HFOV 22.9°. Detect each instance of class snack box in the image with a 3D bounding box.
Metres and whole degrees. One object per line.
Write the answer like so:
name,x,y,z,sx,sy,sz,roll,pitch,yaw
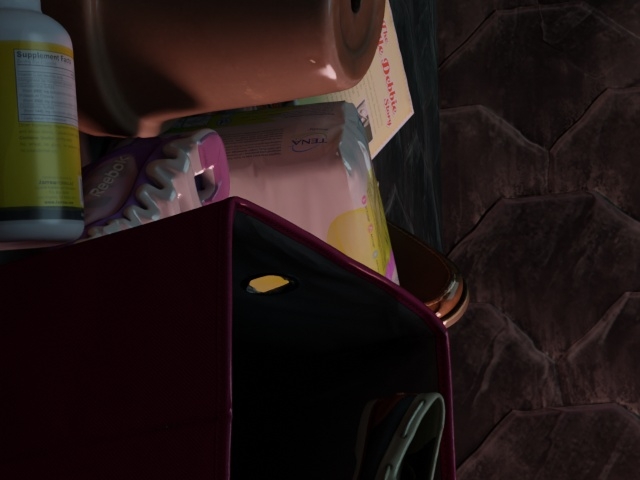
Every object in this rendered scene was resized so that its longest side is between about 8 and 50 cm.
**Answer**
snack box,-0.002,-0.210,1.600,0.187,0.060,0.322,-48,137,-36

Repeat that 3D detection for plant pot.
plant pot,-0.075,-0.207,1.268,0.263,0.229,0.263,6,90,-71

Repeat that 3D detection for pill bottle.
pill bottle,-0.208,-0.087,1.012,0.103,0.103,0.184,12,73,-78

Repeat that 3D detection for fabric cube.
fabric cube,-0.086,0.155,0.951,0.254,0.258,0.259,31,52,-50

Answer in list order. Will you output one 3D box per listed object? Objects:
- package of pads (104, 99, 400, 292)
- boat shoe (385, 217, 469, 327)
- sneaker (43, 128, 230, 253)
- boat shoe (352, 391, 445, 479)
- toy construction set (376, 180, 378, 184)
package of pads,-0.048,0.023,1.419,0.101,0.229,0.296,-80,160,-52
boat shoe,0.000,0.000,1.554,0.110,0.307,0.104,-56,152,-28
sneaker,-0.168,-0.006,1.214,0.236,0.104,0.095,-52,145,-41
boat shoe,0.042,0.145,0.870,0.049,0.043,0.137,49,40,-42
toy construction set,0.026,-0.034,1.987,0.215,0.151,0.327,50,20,-27
